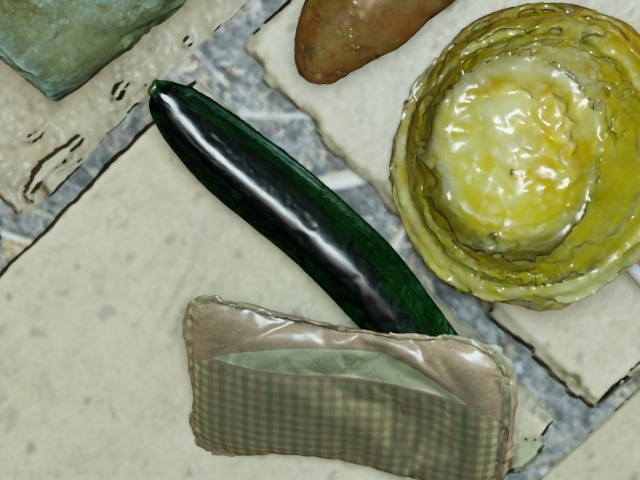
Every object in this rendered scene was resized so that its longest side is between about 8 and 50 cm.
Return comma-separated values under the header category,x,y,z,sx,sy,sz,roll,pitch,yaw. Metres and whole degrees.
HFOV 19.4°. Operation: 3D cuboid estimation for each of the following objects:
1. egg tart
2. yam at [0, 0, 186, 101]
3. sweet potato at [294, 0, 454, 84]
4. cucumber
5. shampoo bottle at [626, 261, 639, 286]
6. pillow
category,x,y,z,sx,sy,sz,roll,pitch,yaw
egg tart,0.123,-0.051,1.105,0.191,0.074,0.191,-1,88,23
yam,-0.087,-0.200,1.083,0.330,0.133,0.133,-32,97,10
sweet potato,0.067,-0.192,1.091,0.097,0.097,0.251,37,100,-3
cucumber,0.000,0.000,1.157,0.056,0.056,0.284,-44,98,11
shampoo bottle,0.217,0.005,1.143,0.072,0.043,0.099,-40,95,12
pillow,0.017,0.097,1.154,0.211,0.034,0.135,9,127,12
